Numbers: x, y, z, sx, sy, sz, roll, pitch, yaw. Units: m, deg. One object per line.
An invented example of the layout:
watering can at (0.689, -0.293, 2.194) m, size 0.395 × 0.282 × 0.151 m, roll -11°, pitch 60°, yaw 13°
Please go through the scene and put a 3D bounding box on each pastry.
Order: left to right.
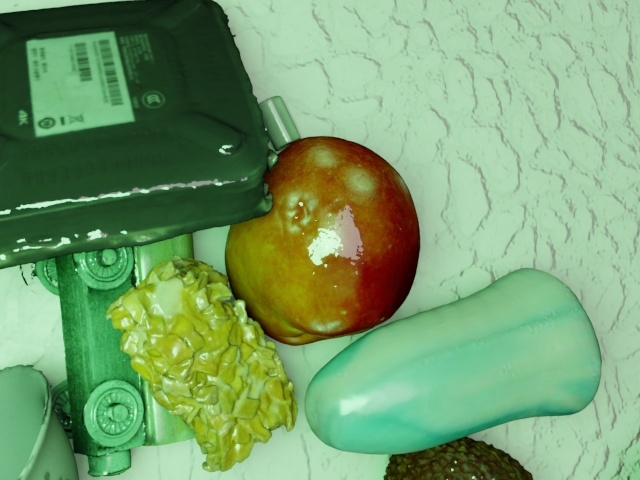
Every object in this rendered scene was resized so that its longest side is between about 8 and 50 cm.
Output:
pastry at (-0.116, 0.116, 0.765) m, size 0.154 × 0.102 × 0.250 m, roll -44°, pitch 120°, yaw -35°

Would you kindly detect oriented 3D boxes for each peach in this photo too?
peach at (0.000, 0.000, 0.838) m, size 0.243 × 0.199 × 0.244 m, roll -6°, pitch 79°, yaw 29°

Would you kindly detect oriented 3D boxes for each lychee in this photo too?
lychee at (0.158, 0.320, 0.847) m, size 0.194 × 0.194 × 0.195 m, roll 1°, pitch 83°, yaw -13°

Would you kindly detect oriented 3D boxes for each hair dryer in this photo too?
hair dryer at (-0.092, -0.129, 0.916) m, size 0.124 × 0.038 × 0.063 m, roll -27°, pitch 90°, yaw -9°

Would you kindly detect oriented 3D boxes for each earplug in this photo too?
earplug at (0.133, 0.158, 0.829) m, size 0.323 × 0.185 × 0.185 m, roll -14°, pitch 87°, yaw -24°

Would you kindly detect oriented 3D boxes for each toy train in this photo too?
toy train at (-0.220, 0.101, 0.826) m, size 0.189 × 0.126 × 0.308 m, roll -1°, pitch 83°, yaw -51°

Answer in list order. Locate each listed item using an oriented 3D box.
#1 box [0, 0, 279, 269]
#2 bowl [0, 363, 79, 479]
box at (-0.243, -0.139, 0.776) m, size 0.350 × 0.091 × 0.359 m, roll -10°, pitch 50°, yaw -14°
bowl at (-0.340, 0.300, 0.691) m, size 0.345 × 0.345 × 0.157 m, roll -44°, pitch 117°, yaw -14°
